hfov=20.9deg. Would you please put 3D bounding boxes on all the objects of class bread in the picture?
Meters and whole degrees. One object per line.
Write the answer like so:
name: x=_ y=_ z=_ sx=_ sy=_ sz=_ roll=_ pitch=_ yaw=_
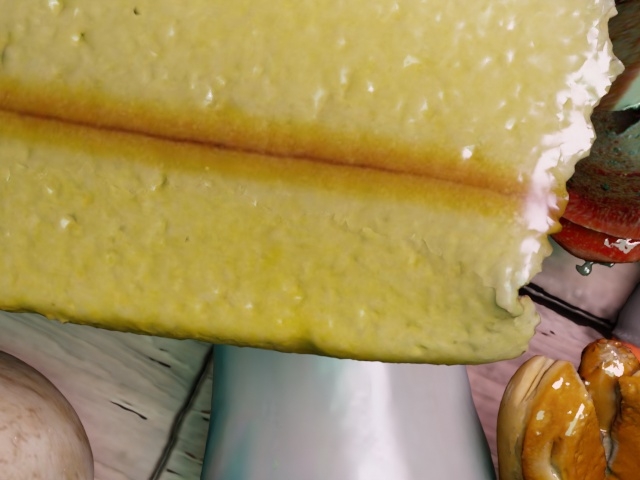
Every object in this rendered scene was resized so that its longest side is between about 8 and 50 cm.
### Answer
bread: x=-0.017 y=-0.057 z=0.936 sx=0.361 sy=0.245 sz=0.233 roll=12 pitch=96 yaw=16

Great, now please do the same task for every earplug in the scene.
earplug: x=0.000 y=0.000 z=1.058 sx=0.185 sy=0.185 sz=0.324 roll=-6 pitch=90 yaw=-8

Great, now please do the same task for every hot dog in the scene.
hot dog: x=0.177 y=0.177 z=1.072 sx=0.135 sy=0.100 sz=0.337 roll=-12 pitch=136 yaw=1

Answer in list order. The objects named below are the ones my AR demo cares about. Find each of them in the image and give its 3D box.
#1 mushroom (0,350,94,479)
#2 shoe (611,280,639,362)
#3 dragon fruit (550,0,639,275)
mushroom: x=-0.261 y=0.163 z=1.017 sx=0.253 sy=0.189 sz=0.195 roll=0 pitch=94 yaw=-5
shoe: x=0.316 y=0.140 z=1.137 sx=0.336 sy=0.132 sz=0.171 roll=37 pitch=95 yaw=-9
dragon fruit: x=0.222 y=-0.119 z=1.053 sx=0.295 sy=0.130 sz=0.268 roll=-30 pitch=62 yaw=5
